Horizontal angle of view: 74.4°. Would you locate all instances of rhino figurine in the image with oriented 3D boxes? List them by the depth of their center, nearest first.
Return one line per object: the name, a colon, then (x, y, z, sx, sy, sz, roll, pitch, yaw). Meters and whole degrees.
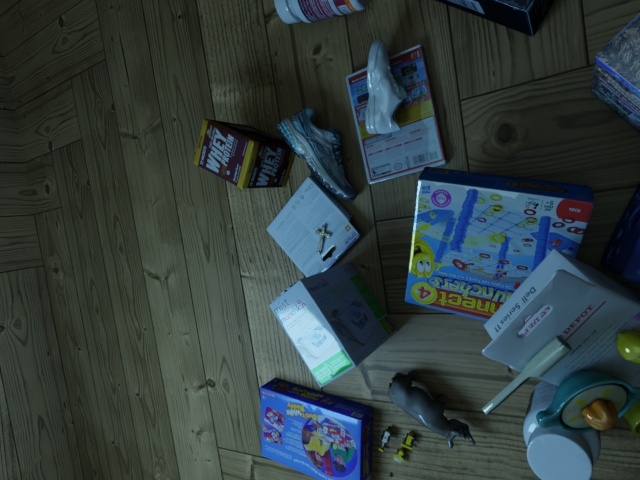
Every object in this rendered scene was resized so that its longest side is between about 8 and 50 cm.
rhino figurine: (0.271, 0.421, 1.040, 0.243, 0.106, 0.073, 35, 114, 23)

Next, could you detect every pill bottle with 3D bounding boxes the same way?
pill bottle: (0.477, 0.376, 0.836, 0.131, 0.229, 0.131, 5, 99, 31)
pill bottle: (0.001, -0.614, 1.043, 0.221, 0.121, 0.121, 4, 99, 30)

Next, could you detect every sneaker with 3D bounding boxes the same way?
sneaker: (0.159, -0.360, 0.993, 0.094, 0.080, 0.212, 4, 107, 19)
sneaker: (0.014, -0.229, 1.101, 0.122, 0.110, 0.283, -40, 88, 2)

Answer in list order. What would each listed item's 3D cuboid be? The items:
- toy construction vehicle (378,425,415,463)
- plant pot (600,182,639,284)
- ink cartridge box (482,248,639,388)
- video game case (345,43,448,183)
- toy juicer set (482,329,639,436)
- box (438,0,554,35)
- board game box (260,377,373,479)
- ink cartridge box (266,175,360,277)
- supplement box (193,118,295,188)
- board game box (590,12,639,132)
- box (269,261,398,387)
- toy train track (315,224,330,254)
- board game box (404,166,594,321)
toy construction vehicle: (0.207, 0.548, 1.146, 0.086, 0.035, 0.098, 17, 109, 17)
plant pot: (0.642, -0.001, 0.692, 0.236, 0.212, 0.235, 24, 109, 25)
ink cartridge box: (0.458, 0.153, 0.764, 0.354, 0.119, 0.207, 23, 115, -19)
video game case: (0.183, -0.300, 1.036, 0.204, 0.025, 0.284, -12, 91, 32)
toy juicer set: (0.465, 0.244, 0.695, 0.330, 0.089, 0.209, 6, 120, -10)
box: (0.348, -0.603, 0.798, 0.296, 0.183, 0.293, 35, 115, 21)
board game box: (-0.020, 0.573, 1.256, 0.348, 0.078, 0.233, 6, 100, 31)
ink cartridge box: (-0.018, -0.027, 1.186, 0.224, 0.045, 0.223, 50, 119, 14)
supplement box: (-0.209, -0.241, 1.182, 0.192, 0.194, 0.128, 28, 111, 25)
board game box: (0.571, -0.301, 0.644, 0.141, 0.291, 0.232, 51, 119, 15)
box: (0.039, 0.197, 1.058, 0.127, 0.262, 0.231, -41, 75, 28)
toy train track: (0.000, 0.000, 1.143, 0.048, 0.014, 0.083, 18, 108, 27)
board game box: (0.346, 0.020, 0.873, 0.309, 0.086, 0.301, 11, 121, 21)
